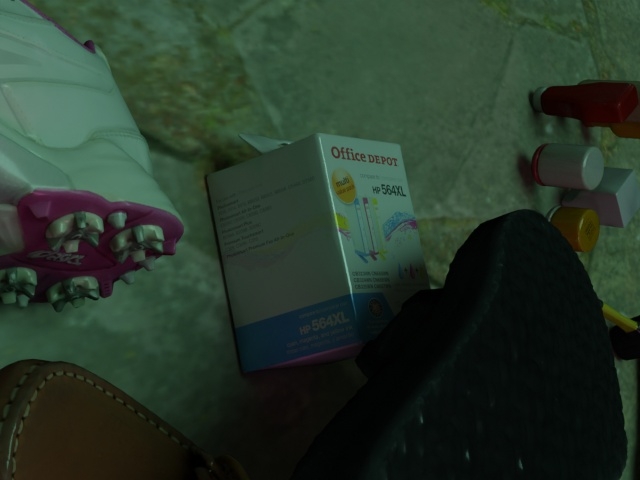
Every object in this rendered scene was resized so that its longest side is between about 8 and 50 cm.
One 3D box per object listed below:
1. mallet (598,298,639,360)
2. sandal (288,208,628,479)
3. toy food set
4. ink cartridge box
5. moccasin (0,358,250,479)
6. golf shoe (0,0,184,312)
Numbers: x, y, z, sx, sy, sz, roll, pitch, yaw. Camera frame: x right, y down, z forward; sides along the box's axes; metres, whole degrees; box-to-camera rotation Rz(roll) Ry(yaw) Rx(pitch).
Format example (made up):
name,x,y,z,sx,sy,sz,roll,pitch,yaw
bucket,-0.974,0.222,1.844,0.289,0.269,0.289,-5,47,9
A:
name,x,y,z,sx,sy,sz,roll,pitch,yaw
mallet,0.263,0.059,1.123,0.189,0.062,0.039,34,48,-42
sandal,0.065,0.093,0.638,0.445,0.107,0.168,-28,100,-63
toy food set,0.248,-0.087,1.171,0.232,0.104,0.111,-47,129,-33
ink cartridge box,0.000,0.000,0.755,0.092,0.089,0.143,1,75,-54
moccasin,-0.024,0.193,0.580,0.380,0.147,0.139,55,37,-24
golf shoe,-0.187,-0.065,0.524,0.306,0.115,0.140,26,44,-54
